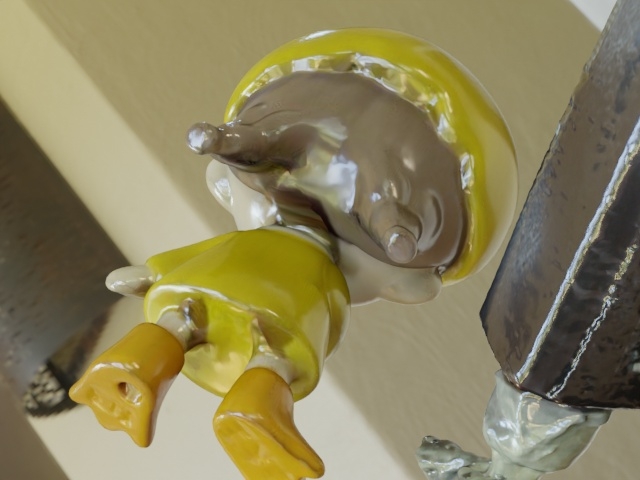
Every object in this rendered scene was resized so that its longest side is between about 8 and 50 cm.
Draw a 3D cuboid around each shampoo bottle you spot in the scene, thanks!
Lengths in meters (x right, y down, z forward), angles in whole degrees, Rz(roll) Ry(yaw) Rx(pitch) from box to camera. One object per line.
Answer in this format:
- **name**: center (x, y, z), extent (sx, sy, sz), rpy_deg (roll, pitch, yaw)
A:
- **shampoo bottle**: center (0.084, 0.000, 0.347), extent (0.057, 0.063, 0.207), rpy_deg (13, -69, -23)

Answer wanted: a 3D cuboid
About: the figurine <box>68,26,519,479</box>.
- **figurine**: center (0.000, 0.000, 0.794), extent (0.343, 0.215, 0.187), rpy_deg (-58, -4, -39)
